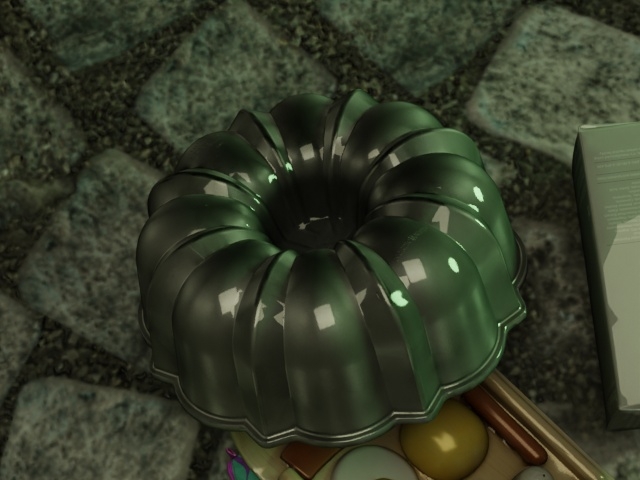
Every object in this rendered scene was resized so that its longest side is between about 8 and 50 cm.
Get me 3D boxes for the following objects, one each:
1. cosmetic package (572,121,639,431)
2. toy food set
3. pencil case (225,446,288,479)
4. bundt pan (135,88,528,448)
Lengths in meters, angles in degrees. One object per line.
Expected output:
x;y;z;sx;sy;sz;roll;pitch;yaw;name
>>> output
0.271;0.031;1.195;0.107;0.127;0.238;-4;72;6;cosmetic package
0.106;0.181;1.156;0.220;0.092;0.306;-39;72;-24;toy food set
-0.047;0.249;1.204;0.070;0.064;0.151;4;74;-9;pencil case
0.000;0.000;1.166;0.331;0.124;0.331;-6;46;6;bundt pan
